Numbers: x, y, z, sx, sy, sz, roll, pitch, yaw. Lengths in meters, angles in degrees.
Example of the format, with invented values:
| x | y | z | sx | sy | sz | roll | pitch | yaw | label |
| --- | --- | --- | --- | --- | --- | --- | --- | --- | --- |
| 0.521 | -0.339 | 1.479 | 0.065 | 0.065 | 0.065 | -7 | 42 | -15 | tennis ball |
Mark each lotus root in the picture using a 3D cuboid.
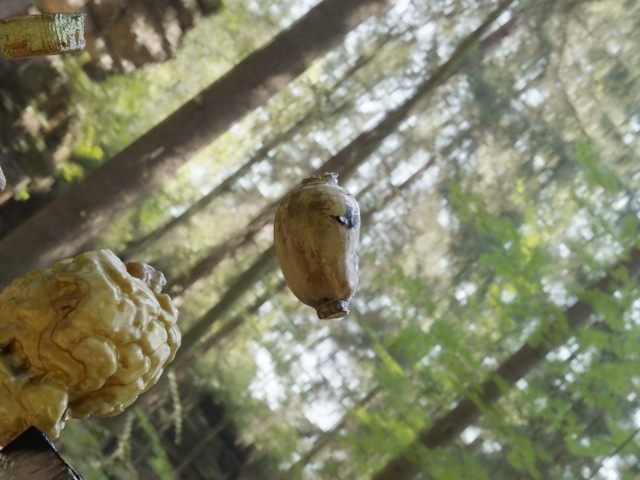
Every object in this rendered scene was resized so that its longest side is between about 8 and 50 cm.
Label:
| x | y | z | sx | sy | sz | roll | pitch | yaw | label |
| --- | --- | --- | --- | --- | --- | --- | --- | --- | --- |
| 0.000 | 0.000 | 1.918 | 0.154 | 0.140 | 0.257 | -26 | -114 | 42 | lotus root |

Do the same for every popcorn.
| x | y | z | sx | sy | sz | roll | pitch | yaw | label |
| --- | --- | --- | --- | --- | --- | --- | --- | --- | --- |
| -0.362 | 0.144 | 1.652 | 0.265 | 0.332 | 0.225 | 25 | -29 | 38 | popcorn |

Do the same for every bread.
| x | y | z | sx | sy | sz | roll | pitch | yaw | label |
| --- | --- | --- | --- | --- | --- | --- | --- | --- | --- |
| -0.449 | -0.327 | 1.862 | 0.128 | 0.140 | 0.069 | -36 | 123 | -69 | bread |

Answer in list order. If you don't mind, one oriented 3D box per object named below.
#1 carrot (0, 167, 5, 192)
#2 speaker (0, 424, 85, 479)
| x | y | z | sx | sy | sz | roll | pitch | yaw | label |
| --- | --- | --- | --- | --- | --- | --- | --- | --- | --- |
| -0.597 | -0.137 | 2.051 | 0.060 | 0.060 | 0.186 | 44 | -12 | 24 | carrot |
| -0.332 | 0.383 | 1.426 | 0.232 | 0.184 | 0.254 | 59 | -18 | -17 | speaker |
